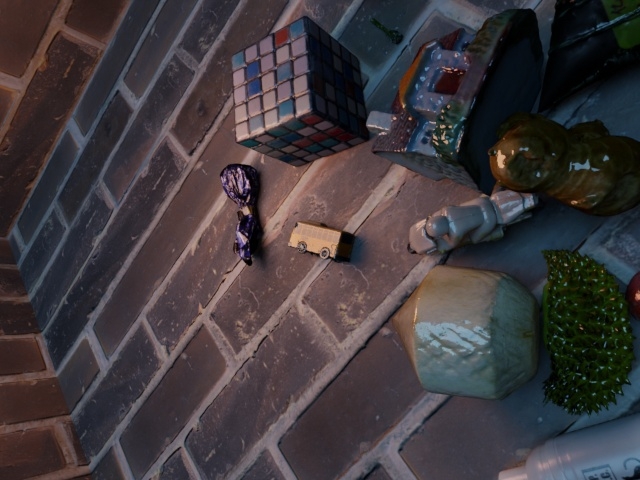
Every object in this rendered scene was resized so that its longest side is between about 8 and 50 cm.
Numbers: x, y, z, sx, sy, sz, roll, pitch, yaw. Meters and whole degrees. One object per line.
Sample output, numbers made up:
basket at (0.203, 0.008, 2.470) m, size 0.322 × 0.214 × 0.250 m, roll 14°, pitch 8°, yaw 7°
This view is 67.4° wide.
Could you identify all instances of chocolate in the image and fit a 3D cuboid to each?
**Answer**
chocolate at (-0.250, -0.080, 1.607) m, size 0.148 × 0.126 × 0.342 m, roll 132°, pitch 129°, yaw -67°

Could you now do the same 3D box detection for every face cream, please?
face cream at (0.509, 0.459, 0.948) m, size 0.370 × 0.145 × 0.145 m, roll -33°, pitch 65°, yaw 27°

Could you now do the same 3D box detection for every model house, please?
model house at (0.285, -0.346, 1.134) m, size 0.339 × 0.297 × 0.359 m, roll 25°, pitch 91°, yaw 38°

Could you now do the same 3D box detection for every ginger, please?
ginger at (0.508, -0.158, 0.964) m, size 0.358 × 0.274 × 0.152 m, roll 16°, pitch 118°, yaw 6°

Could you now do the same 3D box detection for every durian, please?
durian at (0.533, 0.186, 0.989) m, size 0.159 × 0.169 × 0.351 m, roll -2°, pitch 83°, yaw 10°

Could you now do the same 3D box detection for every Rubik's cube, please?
Rubik's cube at (-0.061, -0.415, 1.408) m, size 0.292 × 0.287 × 0.292 m, roll -15°, pitch 75°, yaw 32°

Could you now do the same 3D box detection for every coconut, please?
coconut at (0.305, 0.192, 1.054) m, size 0.329 × 0.329 × 0.328 m, roll -6°, pitch 79°, yaw 35°

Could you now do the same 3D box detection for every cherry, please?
cherry at (0.652, 0.153, 0.911) m, size 0.107 × 0.090 × 0.225 m, roll 2°, pitch 64°, yaw -2°

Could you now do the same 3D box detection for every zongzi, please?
zongzi at (0.569, -0.469, 1.012) m, size 0.362 × 0.319 × 0.383 m, roll -33°, pitch 83°, yaw 26°

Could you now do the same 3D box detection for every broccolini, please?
broccolini at (0.195, -0.628, 1.421) m, size 0.035 × 0.030 × 0.139 m, roll -43°, pitch 56°, yaw 14°

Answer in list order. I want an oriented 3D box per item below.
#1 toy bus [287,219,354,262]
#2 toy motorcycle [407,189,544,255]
toy bus at (0.000, 0.000, 1.421) m, size 0.182 × 0.091 × 0.103 m, roll 14°, pitch 89°, yaw 35°
toy motorcycle at (0.332, -0.037, 1.109) m, size 0.341 × 0.223 × 0.107 m, roll -22°, pitch 73°, yaw 29°
